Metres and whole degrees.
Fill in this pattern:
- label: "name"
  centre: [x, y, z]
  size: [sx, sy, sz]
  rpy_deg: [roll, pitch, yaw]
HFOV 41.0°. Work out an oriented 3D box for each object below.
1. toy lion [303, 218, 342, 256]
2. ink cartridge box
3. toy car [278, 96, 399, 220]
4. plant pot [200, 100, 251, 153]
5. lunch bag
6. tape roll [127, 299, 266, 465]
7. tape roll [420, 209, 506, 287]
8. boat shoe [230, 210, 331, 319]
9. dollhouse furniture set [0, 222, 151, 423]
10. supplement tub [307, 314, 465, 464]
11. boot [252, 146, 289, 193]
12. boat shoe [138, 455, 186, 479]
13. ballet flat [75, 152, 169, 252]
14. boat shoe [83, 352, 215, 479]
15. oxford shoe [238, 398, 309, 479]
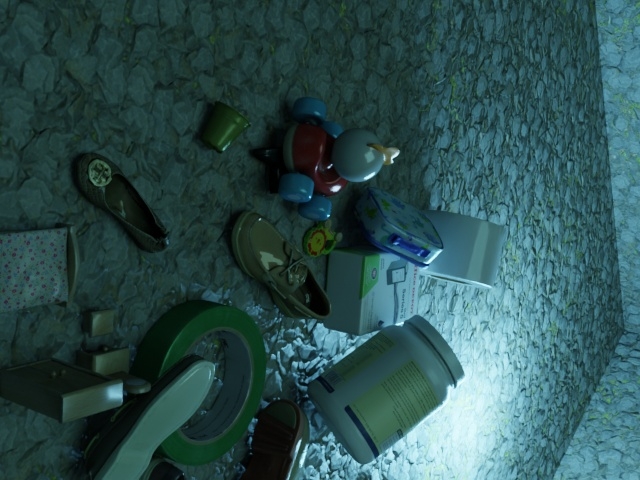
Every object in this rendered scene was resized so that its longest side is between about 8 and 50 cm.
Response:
- label: "toy lion"
  centre: [0.000, 0.000, 2.005]
  size: [0.096, 0.034, 0.100]
  rpy_deg: [-60, 141, -15]
- label: "ink cartridge box"
  centre: [0.135, 0.115, 2.143]
  size: [0.273, 0.115, 0.198]
  rpy_deg: [-7, 104, -54]
- label: "toy car"
  centre: [0.058, -0.171, 1.819]
  size: [0.210, 0.238, 0.219]
  rpy_deg: [44, 52, -60]
- label: "plant pot"
  centre: [-0.190, -0.213, 1.654]
  size: [0.079, 0.083, 0.083]
  rpy_deg: [-58, 141, -8]
- label: "lunch bag"
  centre: [0.189, -0.029, 2.091]
  size: [0.219, 0.176, 0.090]
  rpy_deg: [23, 116, -33]
- label: "tape roll"
  centre: [-0.238, 0.281, 1.701]
  size: [0.321, 0.077, 0.321]
  rpy_deg: [-19, 114, -52]
- label: "tape roll"
  centre: [0.369, 0.026, 2.339]
  size: [0.246, 0.246, 0.169]
  rpy_deg: [20, 81, -54]
- label: "boat shoe"
  centre: [-0.075, 0.057, 1.842]
  size: [0.121, 0.110, 0.341]
  rpy_deg: [-62, 141, -23]
- label: "dollhouse furniture set"
  centre: [-0.395, 0.083, 1.350]
  size: [0.303, 0.174, 0.355]
  rpy_deg: [-8, 105, -54]
- label: "supplement tub"
  centre: [0.158, 0.350, 2.042]
  size: [0.325, 0.235, 0.235]
  rpy_deg: [-35, 130, -11]
- label: "boot"
  centre: [-0.099, -0.148, 1.815]
  size: [0.121, 0.045, 0.099]
  rpy_deg: [-13, 106, -59]
- label: "boat shoe"
  centre: [-0.307, 0.565, 1.659]
  size: [0.103, 0.092, 0.285]
  rpy_deg: [-5, 102, -53]
- label: "ballet flat"
  centre: [-0.337, -0.061, 1.494]
  size: [0.084, 0.058, 0.249]
  rpy_deg: [-60, 140, -27]
- label: "boat shoe"
  centre: [-0.307, 0.309, 1.499]
  size: [0.305, 0.091, 0.109]
  rpy_deg: [-51, 142, 4]
- label: "oxford shoe"
  centre: [-0.109, 0.560, 1.901]
  size: [0.396, 0.141, 0.146]
  rpy_deg: [-66, 150, -15]
